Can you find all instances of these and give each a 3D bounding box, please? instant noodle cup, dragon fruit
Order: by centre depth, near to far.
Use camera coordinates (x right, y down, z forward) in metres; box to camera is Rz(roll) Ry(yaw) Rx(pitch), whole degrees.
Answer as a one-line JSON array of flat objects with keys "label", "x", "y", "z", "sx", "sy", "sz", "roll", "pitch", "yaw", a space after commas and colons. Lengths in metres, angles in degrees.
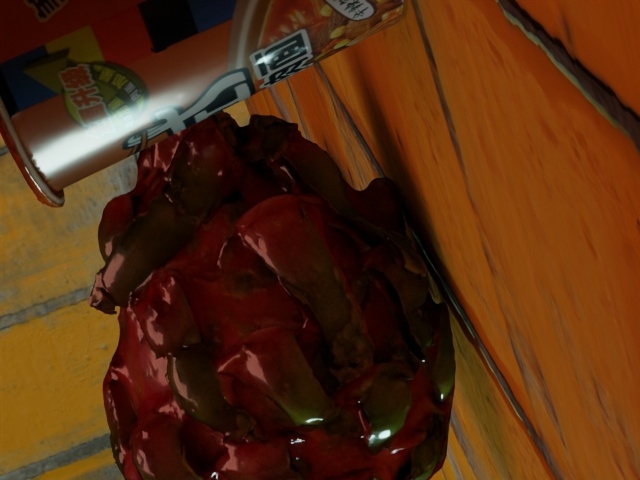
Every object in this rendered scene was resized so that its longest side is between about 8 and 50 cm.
[{"label": "instant noodle cup", "x": -0.083, "y": -0.162, "z": 0.839, "sx": 0.250, "sy": 0.192, "sz": 0.250, "roll": 159, "pitch": 90, "yaw": -87}, {"label": "dragon fruit", "x": -0.031, "y": 0.059, "z": 1.142, "sx": 0.237, "sy": 0.231, "sz": 0.303, "roll": -71, "pitch": -28, "yaw": -76}]
